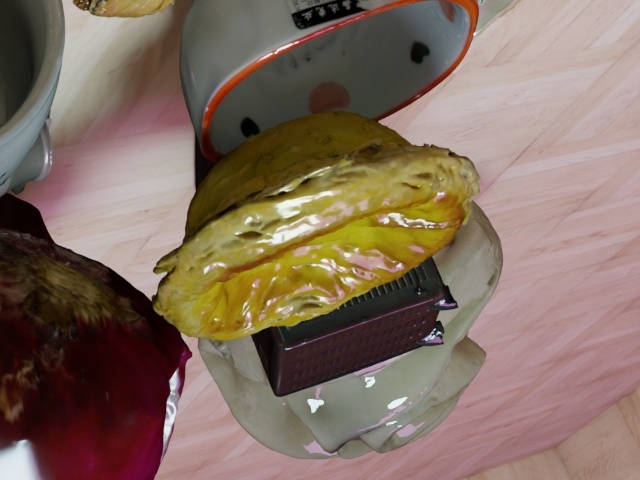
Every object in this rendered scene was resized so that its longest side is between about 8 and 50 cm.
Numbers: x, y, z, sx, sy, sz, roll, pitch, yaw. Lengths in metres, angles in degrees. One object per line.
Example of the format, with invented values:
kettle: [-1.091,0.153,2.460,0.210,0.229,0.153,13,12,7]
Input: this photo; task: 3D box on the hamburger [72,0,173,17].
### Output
hamburger: [-0.139,-0.191,1.453,0.083,0.044,0.076,-11,156,-45]

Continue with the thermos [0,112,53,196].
thermos: [-0.294,-0.070,1.530,0.193,0.105,0.137,-17,131,-36]

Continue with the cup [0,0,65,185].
cup: [-0.303,-0.102,1.299,0.258,0.186,0.234,-5,167,-13]

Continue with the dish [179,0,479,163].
dish: [-0.007,-0.171,1.569,0.256,0.117,0.256,-23,163,-7]

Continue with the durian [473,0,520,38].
durian: [0.128,-0.227,1.642,0.140,0.078,0.224,-33,163,-40]

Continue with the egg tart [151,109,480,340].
egg tart: [-0.012,-0.022,1.619,0.295,0.116,0.295,-20,164,-6]

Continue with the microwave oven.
microwave oven: [-0.002,0.000,1.883,0.178,0.247,0.188,-19,161,-7]

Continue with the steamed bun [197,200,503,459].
steamed bun: [0.051,0.114,2.273,0.342,0.255,0.367,-18,164,-34]

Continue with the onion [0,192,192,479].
onion: [-0.329,0.175,1.654,0.398,0.398,0.420,-8,129,-44]
